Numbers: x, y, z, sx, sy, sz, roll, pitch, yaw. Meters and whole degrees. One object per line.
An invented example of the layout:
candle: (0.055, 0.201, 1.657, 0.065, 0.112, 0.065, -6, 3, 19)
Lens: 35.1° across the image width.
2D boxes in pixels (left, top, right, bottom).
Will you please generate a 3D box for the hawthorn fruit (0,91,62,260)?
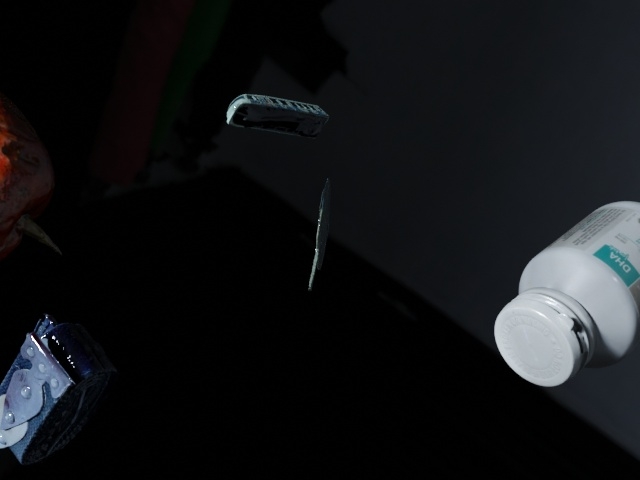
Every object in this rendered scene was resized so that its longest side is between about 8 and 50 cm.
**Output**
hawthorn fruit: (-0.505, -0.096, 1.425, 0.258, 0.262, 0.258, -35, -35, -29)

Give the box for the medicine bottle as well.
medicine bottle: (0.278, 0.057, 1.039, 0.215, 0.135, 0.135, -32, -23, -36)

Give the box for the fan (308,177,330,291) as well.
fan: (0.000, 0.000, 1.229, 0.175, 0.005, 0.113, -79, -8, -48)

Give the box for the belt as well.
belt: (-0.376, 0.200, 1.388, 0.122, 0.128, 0.218, -16, -31, -54)

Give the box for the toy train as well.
toy train: (-0.064, -0.176, 1.429, 0.207, 0.047, 0.043, -1, -47, -56)
